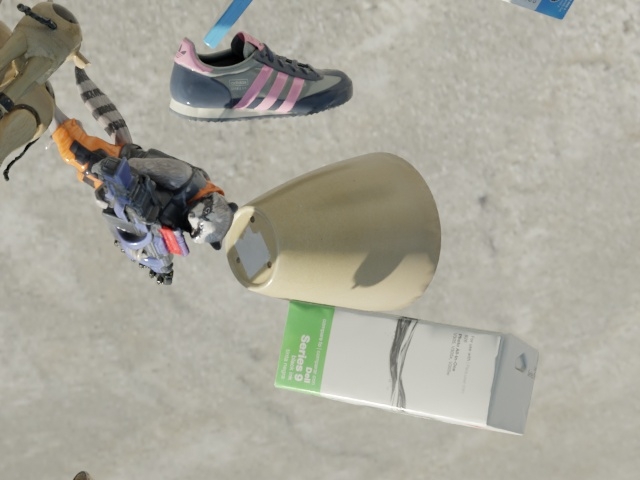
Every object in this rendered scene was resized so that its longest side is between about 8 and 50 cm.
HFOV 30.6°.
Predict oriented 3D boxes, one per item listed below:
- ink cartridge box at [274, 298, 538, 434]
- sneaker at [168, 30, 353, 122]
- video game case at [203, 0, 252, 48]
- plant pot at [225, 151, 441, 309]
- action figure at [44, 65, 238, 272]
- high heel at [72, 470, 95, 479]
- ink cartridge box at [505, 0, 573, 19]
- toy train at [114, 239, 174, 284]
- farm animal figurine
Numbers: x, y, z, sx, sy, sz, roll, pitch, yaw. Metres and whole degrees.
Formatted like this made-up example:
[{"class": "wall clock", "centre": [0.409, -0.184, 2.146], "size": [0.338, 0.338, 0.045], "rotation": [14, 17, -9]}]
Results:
[{"class": "ink cartridge box", "centre": [0.117, 0.166, 1.525], "size": [0.289, 0.122, 0.211], "rotation": [8, 172, 24]}, {"class": "sneaker", "centre": [-0.085, -0.268, 1.864], "size": [0.318, 0.112, 0.131], "rotation": [-9, 118, -28]}, {"class": "video game case", "centre": [-0.055, -0.257, 1.099], "size": [0.015, 0.166, 0.119], "rotation": [36, 120, -13]}, {"class": "plant pot", "centre": [0.000, 0.000, 1.795], "size": [0.274, 0.257, 0.256], "rotation": [-8, 151, -42]}, {"class": "action figure", "centre": [-0.256, -0.105, 1.594], "size": [0.330, 0.179, 0.341], "rotation": [33, 162, 7]}, {"class": "high heel", "centre": [-0.366, 0.371, 1.661], "size": [0.093, 0.186, 0.261], "rotation": [-24, 143, -1]}, {"class": "ink cartridge box", "centre": [0.261, -0.450, 1.651], "size": [0.232, 0.168, 0.171], "rotation": [12, 125, -26]}, {"class": "toy train", "centre": [-0.269, 0.020, 1.774], "size": [0.027, 0.158, 0.036], "rotation": [-2, 117, -42]}, {"class": "farm animal figurine", "centre": [-0.355, -0.206, 1.226], "size": [0.172, 0.330, 0.327], "rotation": [-51, 156, -24]}]
